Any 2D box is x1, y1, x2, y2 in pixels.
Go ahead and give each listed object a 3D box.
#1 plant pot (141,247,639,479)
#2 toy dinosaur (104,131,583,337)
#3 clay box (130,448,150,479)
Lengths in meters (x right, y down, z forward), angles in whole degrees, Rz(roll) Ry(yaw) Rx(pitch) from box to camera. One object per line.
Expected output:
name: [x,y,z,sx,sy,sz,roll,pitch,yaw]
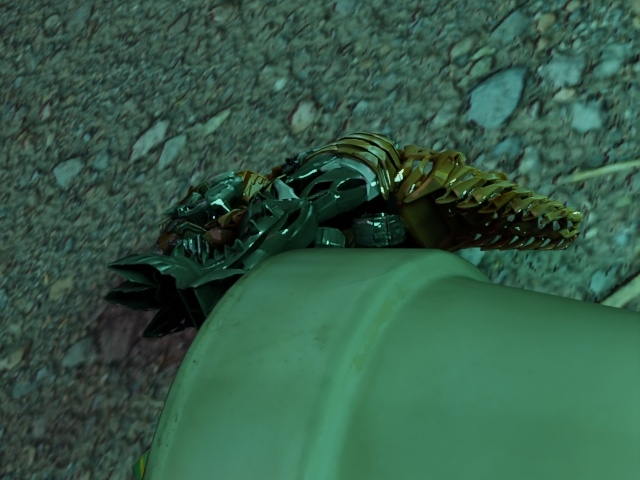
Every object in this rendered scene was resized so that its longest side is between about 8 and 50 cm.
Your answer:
plant pot: [0.122,0.158,0.681,0.280,0.323,0.323,-3,52,25]
toy dinosaur: [0.000,0.000,1.079,0.218,0.164,0.322,-52,10,-36]
clay box: [-0.020,0.175,0.929,0.053,0.127,0.222,-42,34,8]
